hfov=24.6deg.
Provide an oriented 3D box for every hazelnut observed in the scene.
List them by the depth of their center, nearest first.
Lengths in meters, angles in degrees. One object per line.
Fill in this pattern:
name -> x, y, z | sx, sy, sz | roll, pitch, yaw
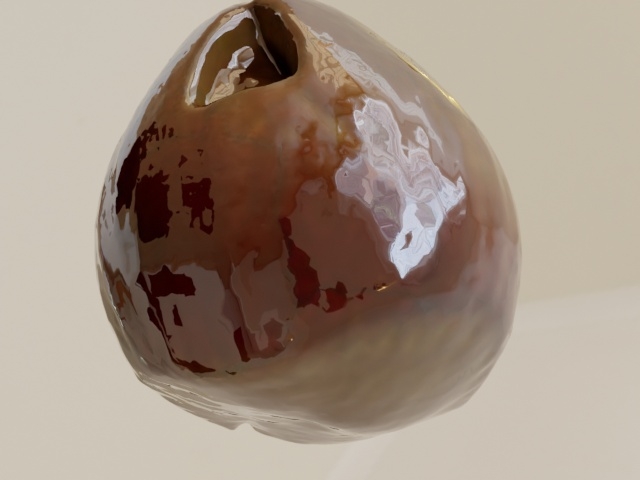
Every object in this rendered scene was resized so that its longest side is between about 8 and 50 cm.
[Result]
hazelnut -> 0.000, 0.000, 1.293 | 0.402, 0.429, 0.402 | -5, -113, 11
